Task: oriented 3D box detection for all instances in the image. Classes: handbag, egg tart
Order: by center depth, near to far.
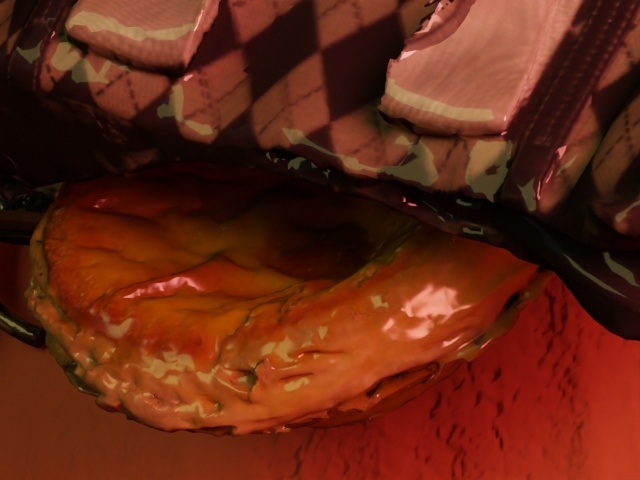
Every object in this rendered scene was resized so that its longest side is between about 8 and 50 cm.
[{"bbox_3d":[0.038,-0.129,0.734,0.416,0.180,0.317,11,59,31],"label":"handbag"},{"bbox_3d":[0.000,0.000,0.817,0.294,0.116,0.295,-16,38,13],"label":"egg tart"}]

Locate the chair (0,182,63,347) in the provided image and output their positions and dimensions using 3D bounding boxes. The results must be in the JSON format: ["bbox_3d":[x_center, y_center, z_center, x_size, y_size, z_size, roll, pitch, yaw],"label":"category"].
[{"bbox_3d":[-0.156,-0.071,1.059,0.272,0.166,0.188,98,174,-55],"label":"chair"}]
